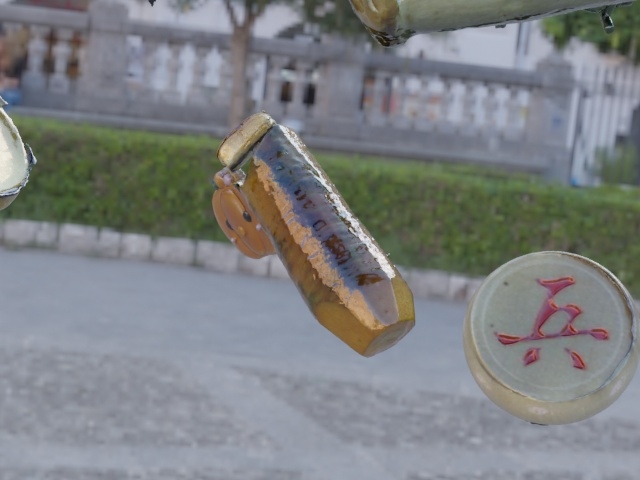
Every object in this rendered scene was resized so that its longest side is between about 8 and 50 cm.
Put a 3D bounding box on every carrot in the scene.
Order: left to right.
[{"bbox_3d":[0.000,0.000,1.691,0.114,0.114,0.302,-2,50,-49],"label":"carrot"}]

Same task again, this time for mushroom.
[{"bbox_3d":[0.191,-0.245,1.346,0.333,0.087,0.107,-9,-3,-1],"label":"mushroom"}]

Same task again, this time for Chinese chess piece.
[{"bbox_3d":[0.325,0.137,2.030,0.250,0.249,0.103,8,-25,13],"label":"Chinese chess piece"}]

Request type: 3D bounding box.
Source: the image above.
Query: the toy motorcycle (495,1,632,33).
[{"bbox_3d":[0.275,-0.358,1.791,0.275,0.127,0.205,-8,43,4],"label":"toy motorcycle"}]

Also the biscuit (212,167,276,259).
[{"bbox_3d":[-0.123,-0.042,2.318,0.050,0.170,0.170,-35,30,-30],"label":"biscuit"}]

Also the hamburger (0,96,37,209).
[{"bbox_3d":[-0.506,-0.109,1.873,0.149,0.237,0.237,-34,-13,27],"label":"hamburger"}]

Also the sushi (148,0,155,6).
[{"bbox_3d":[-0.187,-0.502,1.899,0.059,0.294,0.292,10,-28,21],"label":"sushi"}]

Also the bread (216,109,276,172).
[{"bbox_3d":[-0.115,-0.156,2.243,0.053,0.106,0.072,43,-3,2],"label":"bread"}]
